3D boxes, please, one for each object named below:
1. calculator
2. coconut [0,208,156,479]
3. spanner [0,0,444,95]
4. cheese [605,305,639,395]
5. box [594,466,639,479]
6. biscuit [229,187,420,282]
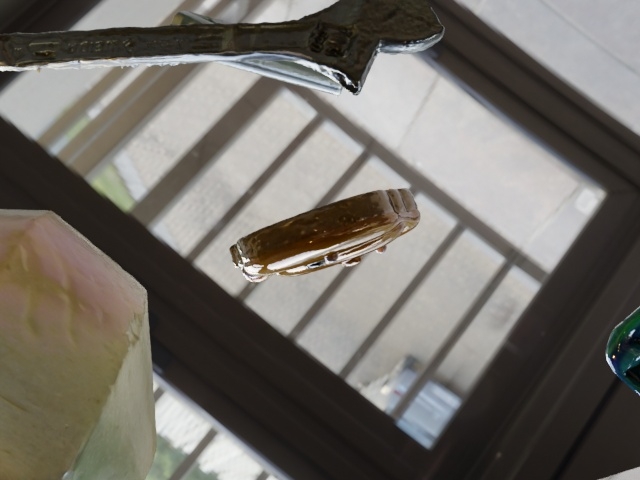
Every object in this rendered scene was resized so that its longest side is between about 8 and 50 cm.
[{"bbox_3d":[-0.071,-0.226,1.321,0.246,0.045,0.141,10,-165,-31],"label":"calculator"},{"bbox_3d":[-0.224,0.107,0.769,0.259,0.259,0.259,32,155,17],"label":"coconut"},{"bbox_3d":[-0.073,-0.143,0.783,0.325,0.093,0.026,-2,157,0],"label":"spanner"},{"bbox_3d":[0.253,-0.023,0.426,0.217,0.129,0.329,41,121,7],"label":"cheese"},{"bbox_3d":[0.158,0.289,0.845,0.341,0.225,0.143,-29,78,37],"label":"box"},{"bbox_3d":[0.002,0.004,0.912,0.170,0.170,0.050,-27,80,64],"label":"biscuit"}]
